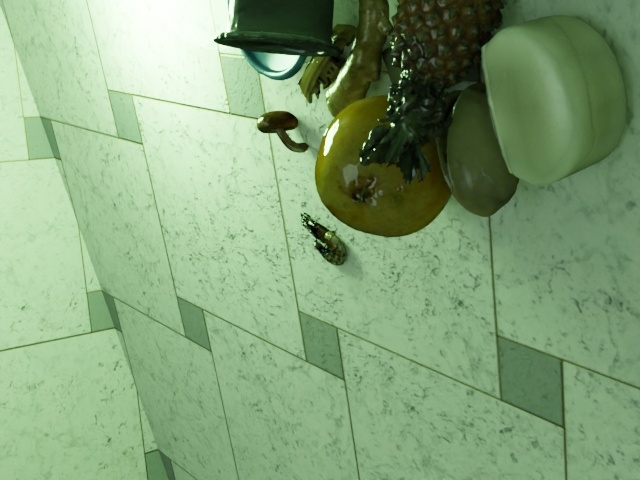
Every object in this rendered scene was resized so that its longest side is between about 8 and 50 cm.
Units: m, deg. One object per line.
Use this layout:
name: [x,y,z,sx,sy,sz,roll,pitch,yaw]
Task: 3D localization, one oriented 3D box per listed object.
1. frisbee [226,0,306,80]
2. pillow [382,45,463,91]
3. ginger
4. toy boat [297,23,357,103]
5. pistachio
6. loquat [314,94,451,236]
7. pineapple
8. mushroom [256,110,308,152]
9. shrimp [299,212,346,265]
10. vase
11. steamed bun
frisbee: [-0.098,-0.481,1.836,0.289,0.049,0.290,28,128,43]
pillow: [0.182,-0.312,1.556,0.208,0.053,0.119,-16,89,63]
ginger: [0.072,-0.336,1.645,0.118,0.065,0.299,46,142,28]
toy boat: [0.019,-0.349,1.754,0.072,0.064,0.206,42,142,4]
pistachio: [0.266,-0.150,1.470,0.126,0.152,0.223,-15,79,59]
loquat: [0.120,-0.135,1.599,0.263,0.263,0.263,31,134,40]
pineapple: [0.162,-0.272,1.395,0.175,0.175,0.361,32,99,39]
mushroom: [-0.078,-0.246,1.944,0.129,0.073,0.088,32,155,-20]
shrimp: [0.000,0.000,2.018,0.161,0.034,0.091,44,142,26]
vase: [-0.069,-0.491,1.593,0.245,0.245,0.291,15,103,49]
steamed bun: [0.352,-0.211,1.309,0.164,0.146,0.242,8,117,56]
